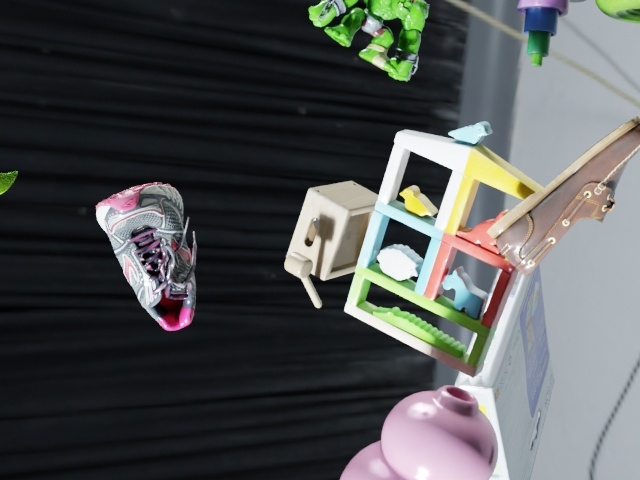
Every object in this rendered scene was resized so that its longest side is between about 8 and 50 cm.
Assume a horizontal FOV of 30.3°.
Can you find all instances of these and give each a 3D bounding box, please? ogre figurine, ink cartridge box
[{"bbox_3d":[0.080,-0.317,1.676,0.118,0.197,0.097,-61,19,3],"label":"ogre figurine"},{"bbox_3d":[0.300,0.224,1.873,0.072,0.304,0.307,5,133,21],"label":"ink cartridge box"}]

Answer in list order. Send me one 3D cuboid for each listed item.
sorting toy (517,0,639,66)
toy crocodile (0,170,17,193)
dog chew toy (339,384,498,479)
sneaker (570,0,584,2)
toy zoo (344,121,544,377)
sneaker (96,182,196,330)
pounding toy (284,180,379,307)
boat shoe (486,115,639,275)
[{"bbox_3d":[0.423,-0.248,1.464,0.365,0.127,0.126,6,88,17],"label":"sorting toy"},{"bbox_3d":[-0.351,-0.202,1.118,0.115,0.105,0.341,-30,64,58],"label":"toy crocodile"},{"bbox_3d":[0.098,0.316,1.323,0.206,0.206,0.332,35,111,46],"label":"dog chew toy"},{"bbox_3d":[0.402,-0.482,1.927,0.185,0.483,0.202,12,89,9],"label":"sneaker"},{"bbox_3d":[0.150,-0.004,1.415,0.192,0.030,0.293,27,115,23],"label":"toy zoo"},{"bbox_3d":[-0.232,0.020,1.704,0.299,0.121,0.112,72,179,-58],"label":"sneaker"},{"bbox_3d":[-0.006,0.009,1.897,0.094,0.206,0.181,30,114,27],"label":"pounding toy"},{"bbox_3d":[0.281,-0.046,1.282,0.207,0.073,0.073,-41,77,13],"label":"boat shoe"}]
